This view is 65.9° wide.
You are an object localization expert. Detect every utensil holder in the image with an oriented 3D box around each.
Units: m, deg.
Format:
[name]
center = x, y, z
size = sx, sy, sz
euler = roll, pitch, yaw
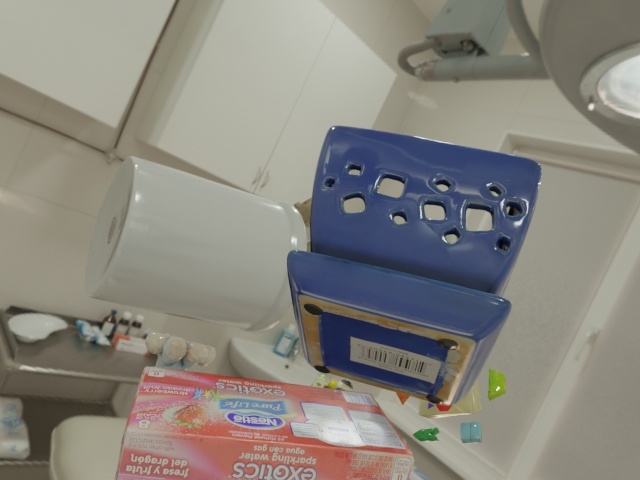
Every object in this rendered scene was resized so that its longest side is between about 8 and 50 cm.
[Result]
[utensil holder]
center = -0.280, 0.018, 1.110
size = 0.386, 0.327, 0.328
euler = 17, 6, -33

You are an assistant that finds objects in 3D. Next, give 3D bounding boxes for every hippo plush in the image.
[hippo plush]
center = -0.524, 0.442, 1.671
size = 0.295, 0.236, 0.234
euler = 9, -15, 27

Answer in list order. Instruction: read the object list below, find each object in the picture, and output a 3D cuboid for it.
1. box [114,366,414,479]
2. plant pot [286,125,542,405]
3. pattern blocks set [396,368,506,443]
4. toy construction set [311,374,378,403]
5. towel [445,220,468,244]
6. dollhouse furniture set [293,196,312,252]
[box]
center = -0.069, 0.255, 0.564
size = 0.300, 0.142, 0.154
euler = 11, 6, -15
[plant pot]
center = 0.093, 0.040, 0.551
size = 0.236, 0.212, 0.235
euler = 13, -37, 13
[pattern blocks set]
center = 0.334, 0.381, 1.282
size = 0.286, 0.324, 0.026
euler = -8, -57, 34
[toy construction set]
center = 0.058, 0.535, 1.501
size = 0.328, 0.215, 0.151
euler = 31, 21, -9
[towel]
center = 0.393, 0.074, 1.648
size = 0.034, 0.285, 0.209
euler = 32, 37, -6
[dollhouse furniture set]
center = 0.000, 0.000, 1.620
size = 0.303, 0.174, 0.355
euler = 58, 11, -7
